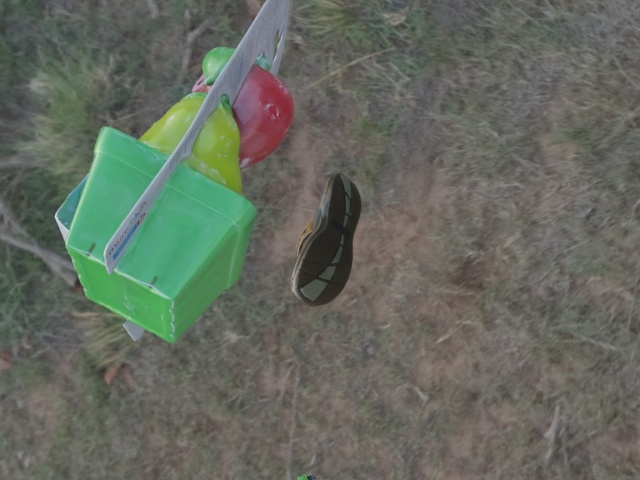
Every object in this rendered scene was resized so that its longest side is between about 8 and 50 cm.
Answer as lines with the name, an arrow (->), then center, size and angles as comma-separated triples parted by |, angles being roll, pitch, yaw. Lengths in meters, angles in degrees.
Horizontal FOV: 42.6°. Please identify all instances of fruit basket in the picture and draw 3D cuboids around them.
fruit basket -> -0.122, -0.088, 0.832 | 0.165, 0.327, 0.353 | 22, 70, -2

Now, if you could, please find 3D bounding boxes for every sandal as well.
sandal -> 0.000, 0.000, 1.131 | 0.060, 0.090, 0.219 | -18, 45, 37

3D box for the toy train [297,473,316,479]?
toy train -> -0.003, 0.314, 0.983 | 0.017, 0.023, 0.083 | 92, 154, -42
